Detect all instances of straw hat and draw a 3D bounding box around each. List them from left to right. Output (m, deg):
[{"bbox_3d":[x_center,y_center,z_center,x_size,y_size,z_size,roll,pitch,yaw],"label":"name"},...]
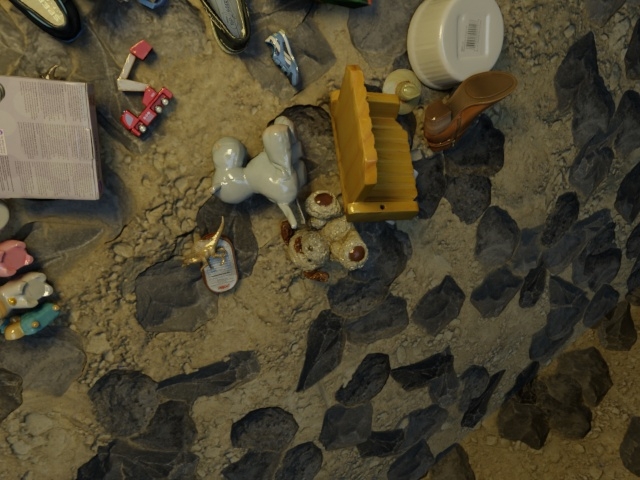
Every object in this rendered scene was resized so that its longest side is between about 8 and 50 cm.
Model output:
[{"bbox_3d":[0.269,-0.458,1.257,0.144,0.061,0.145,-8,111,-21],"label":"straw hat"}]

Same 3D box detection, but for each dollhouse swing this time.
[{"bbox_3d":[0.179,-0.254,1.078,0.315,0.305,0.347,-3,79,-21],"label":"dollhouse swing"}]

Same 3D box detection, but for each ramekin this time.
[{"bbox_3d":[0.412,-0.602,1.221,0.277,0.135,0.277,-8,110,-23],"label":"ramekin"}]

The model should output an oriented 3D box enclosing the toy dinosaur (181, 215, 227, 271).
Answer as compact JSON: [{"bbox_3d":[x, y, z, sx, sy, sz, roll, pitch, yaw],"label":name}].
[{"bbox_3d":[-0.307,0.026,1.145,0.183,0.053,0.092,-47,118,-2],"label":"toy dinosaur"}]

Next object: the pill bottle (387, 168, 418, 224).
[{"bbox_3d":[0.235,-0.155,1.323,0.112,0.112,0.187,26,97,-29],"label":"pill bottle"}]

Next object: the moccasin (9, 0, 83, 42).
[{"bbox_3d":[-0.618,-0.563,0.795,0.138,0.117,0.342,-48,120,-1],"label":"moccasin"}]

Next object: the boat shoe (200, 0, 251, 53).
[{"bbox_3d":[-0.244,-0.616,0.942,0.127,0.113,0.340,-20,115,-16],"label":"boat shoe"}]

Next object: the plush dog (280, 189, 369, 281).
[{"bbox_3d":[0.000,0.000,1.264,0.225,0.210,0.262,-32,91,6],"label":"plush dog"}]

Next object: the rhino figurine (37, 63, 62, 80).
[{"bbox_3d":[-0.600,-0.274,0.932,0.106,0.073,0.243,6,108,-19],"label":"rhino figurine"}]

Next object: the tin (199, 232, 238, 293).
[{"bbox_3d":[-0.304,0.070,1.212,0.106,0.040,0.190,-12,113,-15],"label":"tin"}]

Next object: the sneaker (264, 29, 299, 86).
[{"bbox_3d":[-0.101,-0.481,1.092,0.059,0.053,0.144,-27,109,-14],"label":"sneaker"}]

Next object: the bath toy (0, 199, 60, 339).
[{"bbox_3d":[-0.767,0.064,0.961,0.151,0.129,0.348,-48,136,-55],"label":"bath toy"}]

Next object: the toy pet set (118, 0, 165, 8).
[{"bbox_3d":[-0.412,-0.587,0.924,0.114,0.065,0.122,28,93,6],"label":"toy pet set"}]

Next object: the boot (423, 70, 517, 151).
[{"bbox_3d":[0.457,-0.385,1.268,0.283,0.109,0.220,-30,157,8],"label":"boot"}]

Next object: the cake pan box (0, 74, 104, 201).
[{"bbox_3d":[-0.613,-0.211,0.876,0.245,0.070,0.267,-1,109,-11],"label":"cake pan box"}]

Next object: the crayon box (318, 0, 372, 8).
[{"bbox_3d":[-0.005,-0.701,0.990,0.318,0.081,0.202,-15,115,-35],"label":"crayon box"}]

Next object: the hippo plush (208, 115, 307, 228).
[{"bbox_3d":[-0.171,-0.179,1.116,0.236,0.234,0.294,-5,97,10],"label":"hippo plush"}]

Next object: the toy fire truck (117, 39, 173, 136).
[{"bbox_3d":[-0.438,-0.365,0.987,0.135,0.047,0.192,40,90,-29],"label":"toy fire truck"}]
